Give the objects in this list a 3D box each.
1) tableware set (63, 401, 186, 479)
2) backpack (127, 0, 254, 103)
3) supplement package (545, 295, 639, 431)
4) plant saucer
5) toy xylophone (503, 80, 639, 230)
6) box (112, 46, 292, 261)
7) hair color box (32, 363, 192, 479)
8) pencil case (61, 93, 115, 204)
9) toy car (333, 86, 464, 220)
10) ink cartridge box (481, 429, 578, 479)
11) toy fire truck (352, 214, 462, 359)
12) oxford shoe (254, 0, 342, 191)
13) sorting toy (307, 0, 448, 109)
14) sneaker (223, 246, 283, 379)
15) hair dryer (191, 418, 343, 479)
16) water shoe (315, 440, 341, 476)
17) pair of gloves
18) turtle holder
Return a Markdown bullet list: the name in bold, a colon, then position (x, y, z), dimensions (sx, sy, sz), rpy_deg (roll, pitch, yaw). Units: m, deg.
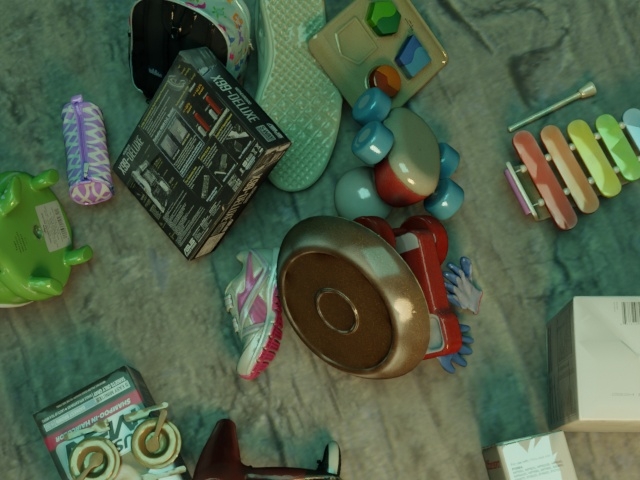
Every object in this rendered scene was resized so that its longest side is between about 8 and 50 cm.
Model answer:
- **tableware set**: position (-0.329, 0.353, 1.673), dimensions (0.194, 0.039, 0.128), rpy_deg (-18, 75, -3)
- **backpack**: position (-0.238, -0.379, 1.864), dimensions (0.225, 0.254, 0.191), rpy_deg (21, 58, 9)
- **supplement package**: position (0.497, 0.212, 1.669), dimensions (0.199, 0.263, 0.198), rpy_deg (0, 75, 3)
- **plant saucer**: position (0.038, 0.107, 1.656), dimensions (0.310, 0.311, 0.050), rpy_deg (42, 48, 12)
- **toy xylophone**: position (0.481, -0.167, 1.861), dimensions (0.322, 0.081, 0.236), rpy_deg (-31, 76, -5)
- **box**: position (-0.221, -0.150, 1.797), dimensions (0.242, 0.076, 0.307), rpy_deg (48, 127, 14)
- **hair color box**: position (-0.326, 0.426, 1.733), dimensions (0.185, 0.113, 0.375), rpy_deg (-28, 77, -5)
- **pencil case**: position (-0.441, -0.165, 1.881), dimensions (0.086, 0.088, 0.206), rpy_deg (-17, 60, 3)
- **toy car**: position (0.100, -0.111, 1.833), dimensions (0.219, 0.238, 0.210), rpy_deg (35, 34, -25)
- **ink cartridge box**: position (0.364, 0.458, 1.648), dimensions (0.114, 0.197, 0.273), rpy_deg (-14, 76, -2)
- **toy fire truck**: position (0.099, 0.099, 1.725), dimensions (0.169, 0.302, 0.254), rpy_deg (-2, 76, -42)
- **oxford shoe**: position (-0.052, -0.317, 1.910), dimensions (0.169, 0.130, 0.450), rpy_deg (-3, 90, -10)
- **sorting toy**: position (0.087, -0.392, 1.869), dimensions (0.229, 0.041, 0.307), rpy_deg (-44, 106, -21)
- **sneaker**: position (-0.123, 0.126, 1.814), dimensions (0.111, 0.103, 0.252), rpy_deg (9, 70, 9)
- **hair dryer**: position (-0.109, 0.410, 1.697), dimensions (0.223, 0.080, 0.293), rpy_deg (-15, 41, -35)
- **water shoe**: position (-0.016, 0.444, 1.734), dimensions (0.080, 0.073, 0.203), rpy_deg (10, 76, 8)
- **pair of gloves**: position (0.241, 0.131, 1.767), dimensions (0.023, 0.159, 0.198), rpy_deg (9, 75, 35)
- **turtle holder**: position (-0.573, 0.025, 1.760), dimensions (0.227, 0.243, 0.320), rpy_deg (-15, 37, 16)
